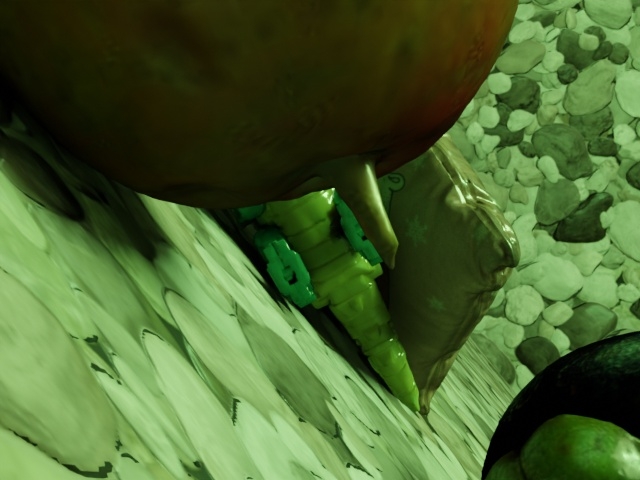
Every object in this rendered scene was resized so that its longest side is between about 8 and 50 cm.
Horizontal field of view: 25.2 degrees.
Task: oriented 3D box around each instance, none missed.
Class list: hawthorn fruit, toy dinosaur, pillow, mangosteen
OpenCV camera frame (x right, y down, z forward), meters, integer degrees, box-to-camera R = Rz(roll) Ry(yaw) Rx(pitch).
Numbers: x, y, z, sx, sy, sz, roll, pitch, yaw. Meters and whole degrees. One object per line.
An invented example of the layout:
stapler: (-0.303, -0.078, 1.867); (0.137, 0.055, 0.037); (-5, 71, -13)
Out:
hawthorn fruit: (-0.031, -0.123, 0.622); (0.277, 0.277, 0.298); (-13, 83, -85)
toy dinosaur: (0.000, 0.000, 0.900); (0.259, 0.094, 0.153); (61, 3, 0)
pillow: (0.042, -0.017, 1.001); (0.236, 0.084, 0.223); (58, -32, 20)
mangosteen: (0.189, 0.156, 0.765); (0.243, 0.243, 0.243); (50, 5, -5)
